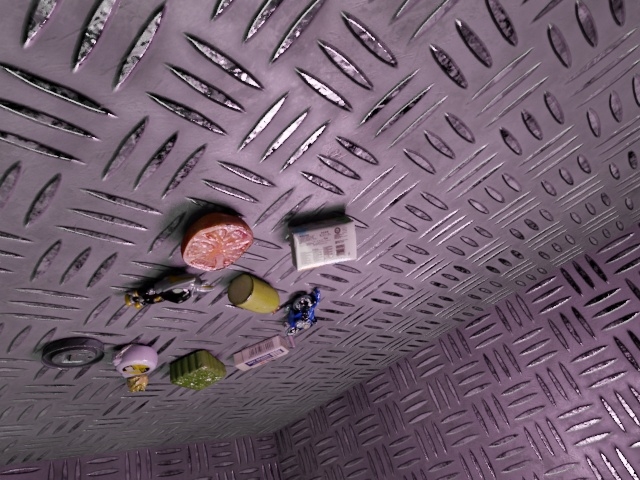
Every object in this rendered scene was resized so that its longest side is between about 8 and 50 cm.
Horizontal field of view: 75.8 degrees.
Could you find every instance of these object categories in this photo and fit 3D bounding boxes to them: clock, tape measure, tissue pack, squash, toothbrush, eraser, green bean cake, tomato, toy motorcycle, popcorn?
[{"bbox_3d":[-1.007,0.462,1.681,0.226,0.049,0.226,-15,148,-10],"label":"clock"},{"bbox_3d":[-0.821,0.530,1.838,0.178,0.105,0.196,-3,142,-13],"label":"tape measure"},{"bbox_3d":[0.000,0.000,1.509,0.229,0.145,0.159,-12,113,-14],"label":"tissue pack"},{"bbox_3d":[-0.253,0.233,1.687,0.132,0.132,0.247,-32,145,16],"label":"squash"},{"bbox_3d":[-0.168,0.521,2.240,0.024,0.029,0.354,-6,147,1],"label":"toothbrush"},{"bbox_3d":[-0.323,0.614,2.241,0.279,0.081,0.124,-24,147,4],"label":"eraser"},{"bbox_3d":[-0.625,0.674,2.123,0.222,0.125,0.248,-28,146,10],"label":"green bean cake"},{"bbox_3d":[-0.338,-0.004,1.333,0.237,0.095,0.236,-17,145,-12],"label":"tomato"},{"bbox_3d":[-0.077,0.351,1.981,0.169,0.113,0.315,-13,139,-31],"label":"toy motorcycle"},{"bbox_3d":[-0.914,0.710,2.058,0.097,0.089,0.109,-14,145,-31],"label":"popcorn"}]

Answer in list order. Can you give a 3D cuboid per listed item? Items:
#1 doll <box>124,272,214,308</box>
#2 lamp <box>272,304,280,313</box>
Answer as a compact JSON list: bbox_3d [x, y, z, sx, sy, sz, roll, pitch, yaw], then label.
[{"bbox_3d":[-0.543,0.184,1.484,0.316,0.103,0.145,-17,132,9],"label":"doll"},{"bbox_3d":[-0.234,0.315,1.909,0.083,0.031,0.063,10,135,-34],"label":"lamp"}]
